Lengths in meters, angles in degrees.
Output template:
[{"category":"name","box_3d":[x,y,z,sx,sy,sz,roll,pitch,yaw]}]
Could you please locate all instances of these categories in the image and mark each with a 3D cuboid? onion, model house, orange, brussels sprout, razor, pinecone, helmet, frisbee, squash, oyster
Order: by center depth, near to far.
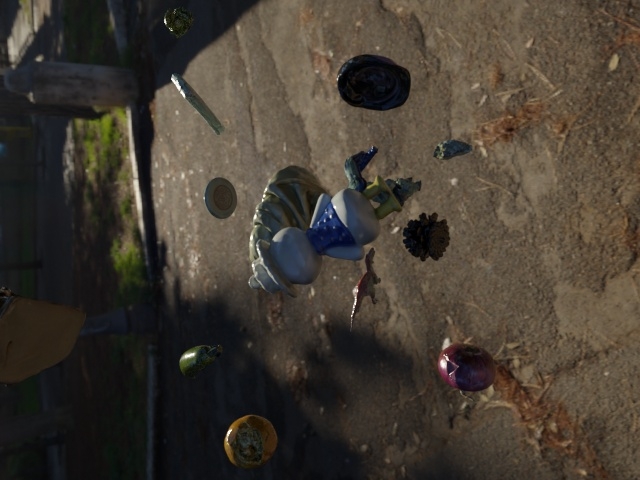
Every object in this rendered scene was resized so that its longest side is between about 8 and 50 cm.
[{"category":"razor","box_3d":[0.071,-0.139,1.143,0.093,0.056,0.324,-53,6,18]},{"category":"model house","box_3d":[-0.662,0.196,1.167,0.229,0.219,0.199,2,64,36]},{"category":"frisbee","box_3d":[-0.258,-0.111,1.455,0.014,0.110,0.110,-3,92,39]},{"category":"pinecone","box_3d":[0.289,-0.012,1.544,0.120,0.140,0.140,4,98,46]},{"category":"orange","box_3d":[-0.201,0.590,1.623,0.134,0.154,0.155,-149,58,-68]},{"category":"squash","box_3d":[-0.368,0.354,1.640,0.318,0.080,0.071,-43,62,55]},{"category":"brussels sprout","box_3d":[-0.415,-0.648,1.647,0.058,0.085,0.085,-97,15,-66]},{"category":"oyster","box_3d":[0.392,-0.260,1.669,0.100,0.098,0.037,107,174,-64]},{"category":"onion","box_3d":[0.452,0.396,1.729,0.153,0.177,0.177,-59,45,29]},{"category":"helmet","box_3d":[0.183,-0.576,1.986,0.154,0.253,0.198,-98,5,-47]}]

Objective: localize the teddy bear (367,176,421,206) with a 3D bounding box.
[{"category":"teddy bear","box_3d":[0.249,-0.149,1.825,0.133,0.213,0.111,2,98,48]}]

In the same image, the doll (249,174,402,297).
[{"category":"doll","box_3d":[0.000,0.000,0.952,0.293,0.119,0.138,-34,71,8]}]

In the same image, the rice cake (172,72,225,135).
[{"category":"rice cake","box_3d":[-0.388,-0.432,1.767,0.124,0.038,0.211,52,-179,28]}]

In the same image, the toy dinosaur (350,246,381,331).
[{"category":"toy dinosaur","box_3d":[0.131,0.161,1.740,0.053,0.242,0.167,15,146,31]}]

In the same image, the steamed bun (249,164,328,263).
[{"category":"steamed bun","box_3d":[-0.078,-0.056,1.849,0.352,0.247,0.339,-63,-10,-66]}]
